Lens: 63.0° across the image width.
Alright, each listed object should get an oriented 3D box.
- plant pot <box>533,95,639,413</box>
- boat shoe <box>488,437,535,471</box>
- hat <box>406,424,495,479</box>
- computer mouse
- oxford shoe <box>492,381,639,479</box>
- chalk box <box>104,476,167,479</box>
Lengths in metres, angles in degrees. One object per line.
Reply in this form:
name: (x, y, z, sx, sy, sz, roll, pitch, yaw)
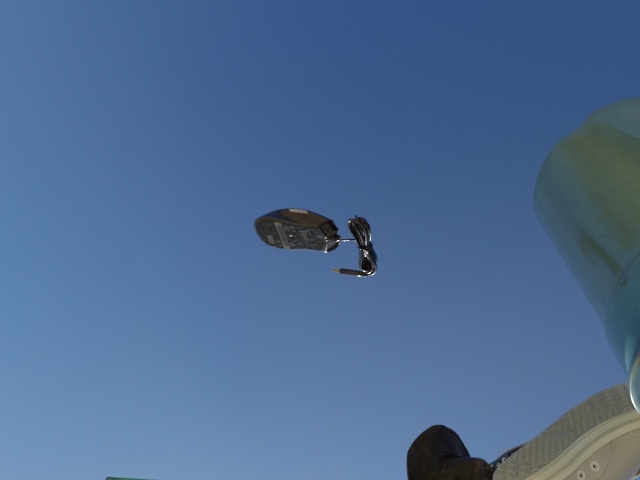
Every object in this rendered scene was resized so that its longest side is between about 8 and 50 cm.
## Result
plant pot: (0.465, -0.004, 0.662, 0.341, 0.341, 0.334, -47, -149, 24)
boat shoe: (0.496, 0.596, 1.349, 0.301, 0.102, 0.108, -22, -138, -8)
hat: (0.335, 0.582, 1.174, 0.133, 0.331, 0.332, -29, -102, 41)
computer mouse: (0.000, 0.000, 1.093, 0.261, 0.184, 0.060, 2, -130, 25)
oxford shoe: (0.506, 0.372, 0.930, 0.130, 0.449, 0.169, 63, -20, 9)
chalk box: (-0.150, 0.363, 0.576, 0.212, 0.132, 0.132, 4, -72, -4)
